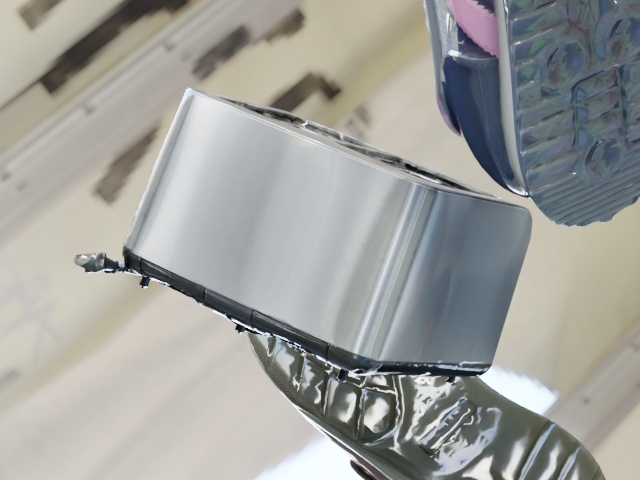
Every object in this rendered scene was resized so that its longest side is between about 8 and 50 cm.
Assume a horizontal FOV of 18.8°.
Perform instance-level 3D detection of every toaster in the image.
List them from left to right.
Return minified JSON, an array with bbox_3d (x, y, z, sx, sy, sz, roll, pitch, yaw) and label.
[{"bbox_3d":[0.000,0.000,1.031,0.168,0.110,0.185,23,7,28],"label":"toaster"}]

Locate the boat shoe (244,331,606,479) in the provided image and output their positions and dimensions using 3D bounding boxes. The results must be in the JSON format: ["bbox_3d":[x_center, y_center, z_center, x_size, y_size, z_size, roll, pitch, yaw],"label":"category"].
[{"bbox_3d":[0.064,0.132,1.351,0.324,0.122,0.120,44,-19,27],"label":"boat shoe"}]

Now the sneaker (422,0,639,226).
[{"bbox_3d":[0.079,-0.167,0.815,0.131,0.112,0.319,41,-40,52],"label":"sneaker"}]
